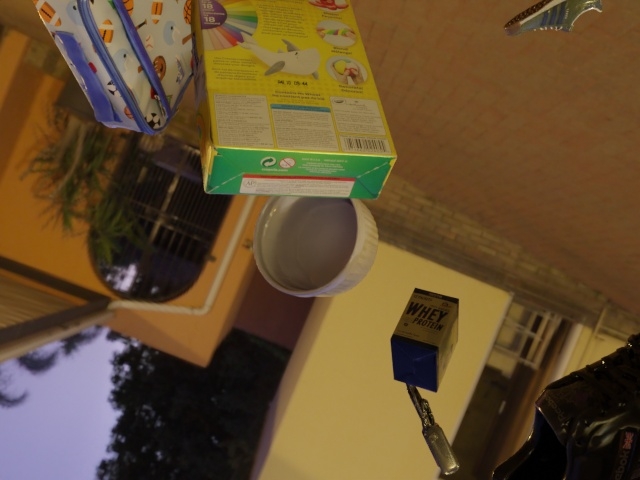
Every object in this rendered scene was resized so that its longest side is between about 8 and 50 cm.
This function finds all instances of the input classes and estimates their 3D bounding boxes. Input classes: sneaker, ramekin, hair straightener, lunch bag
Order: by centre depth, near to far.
[{"bbox_3d":[0.249,0.138,0.580,0.124,0.283,0.107,23,-164,-21],"label":"sneaker"},{"bbox_3d":[-0.267,-0.300,1.015,0.115,0.243,0.303,11,150,17],"label":"lunch bag"},{"bbox_3d":[0.000,0.000,1.217,0.207,0.207,0.109,23,179,34],"label":"ramekin"},{"bbox_3d":[0.226,0.368,1.447,0.047,0.230,0.089,-21,-173,-4],"label":"hair straightener"},{"bbox_3d":[0.476,-0.449,1.453,0.086,0.192,0.064,52,-152,-19],"label":"sneaker"}]

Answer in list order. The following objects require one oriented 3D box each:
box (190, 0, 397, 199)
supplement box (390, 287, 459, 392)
[{"bbox_3d":[-0.025,-0.106,0.442,0.105,0.179,0.043,2,144,-16],"label":"box"},{"bbox_3d":[0.125,0.118,0.852,0.056,0.083,0.083,14,138,22],"label":"supplement box"}]
